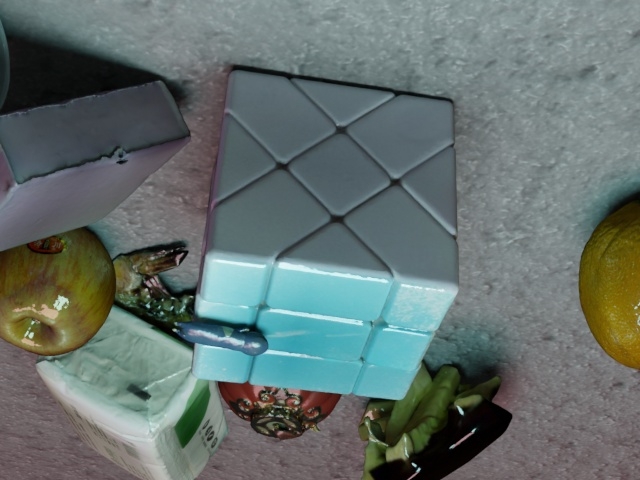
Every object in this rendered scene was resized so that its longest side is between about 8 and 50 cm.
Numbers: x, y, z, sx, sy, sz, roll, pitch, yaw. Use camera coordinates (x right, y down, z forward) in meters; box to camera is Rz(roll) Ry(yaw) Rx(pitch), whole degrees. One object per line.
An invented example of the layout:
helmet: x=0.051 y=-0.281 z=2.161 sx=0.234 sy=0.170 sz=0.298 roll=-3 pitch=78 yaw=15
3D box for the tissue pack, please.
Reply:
tissue pack: x=-0.324 y=0.277 z=2.098 sx=0.266 sy=0.194 sz=0.356 roll=27 pitch=156 yaw=15

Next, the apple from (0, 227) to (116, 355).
apple: x=-0.432 y=0.074 z=1.893 sx=0.211 sy=0.188 sz=0.211 roll=2 pitch=142 yaw=2

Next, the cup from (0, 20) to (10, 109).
cup: x=-0.569 y=-0.215 z=1.468 sx=0.312 sy=0.205 sz=0.205 roll=-9 pitch=144 yaw=19

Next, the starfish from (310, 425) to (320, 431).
starfish: x=-0.038 y=0.312 z=2.314 sx=0.175 sy=0.053 sz=0.208 roll=-6 pitch=147 yaw=14

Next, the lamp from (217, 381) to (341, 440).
lamp: x=-0.069 y=0.246 z=2.086 sx=0.226 sy=0.227 sz=0.227 roll=3 pitch=146 yaw=2

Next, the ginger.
ginger: x=0.155 y=0.343 z=2.165 sx=0.358 sy=0.211 sz=0.413 roll=-33 pitch=163 yaw=-14

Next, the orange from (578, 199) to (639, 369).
orange: x=0.497 y=0.063 z=1.727 sx=0.264 sy=0.264 sz=0.264 roll=3 pitch=146 yaw=2

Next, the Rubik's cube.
Rubik's cube: x=0.000 y=0.000 z=1.622 sx=0.321 sy=0.319 sz=0.316 roll=8 pitch=145 yaw=-7

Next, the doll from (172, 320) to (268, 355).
doll: x=-0.127 y=0.122 z=1.513 sx=0.125 sy=0.027 sz=0.037 roll=14 pitch=142 yaw=-8

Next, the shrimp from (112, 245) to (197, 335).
shrimp: x=-0.210 y=0.079 z=1.988 sx=0.365 sy=0.071 sz=0.233 roll=-17 pitch=135 yaw=37

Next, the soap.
soap: x=-0.363 y=-0.084 z=1.586 sx=0.296 sy=0.107 sz=0.285 roll=-20 pitch=169 yaw=-46
